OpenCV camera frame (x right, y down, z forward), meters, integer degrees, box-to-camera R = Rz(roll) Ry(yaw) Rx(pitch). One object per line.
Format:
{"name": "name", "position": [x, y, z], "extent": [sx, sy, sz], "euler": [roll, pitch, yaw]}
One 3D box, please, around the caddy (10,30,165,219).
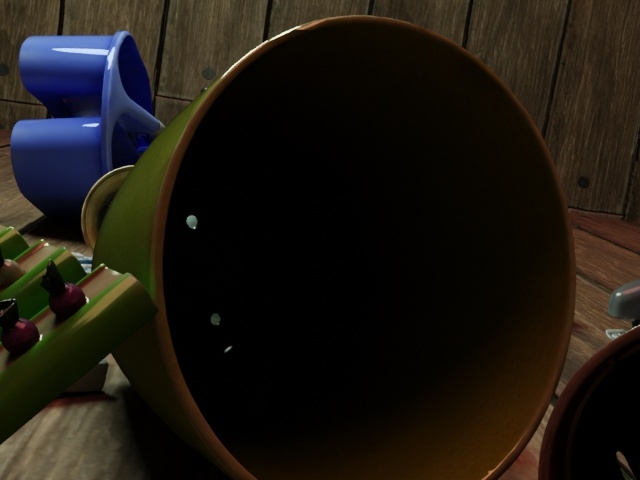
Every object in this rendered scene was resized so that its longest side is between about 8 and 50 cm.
{"name": "caddy", "position": [-0.299, -0.148, 1.358], "extent": [0.179, 0.241, 0.341], "euler": [2, -11, -1]}

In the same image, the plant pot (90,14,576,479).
{"name": "plant pot", "position": [-0.037, 0.025, 0.645], "extent": [0.275, 0.275, 0.293], "euler": [4, -5, -32]}

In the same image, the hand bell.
{"name": "hand bell", "position": [-0.251, -0.020, 1.208], "extent": [0.126, 0.126, 0.242], "euler": [5, -3, -23]}

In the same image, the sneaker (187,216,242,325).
{"name": "sneaker", "position": [-0.060, 0.007, 0.968], "extent": [0.135, 0.150, 0.366], "euler": [10, 8, 4]}

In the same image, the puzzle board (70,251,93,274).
{"name": "puzzle board", "position": [-0.313, 0.021, 1.091], "extent": [0.128, 0.011, 0.096], "euler": [7, 9, -16]}

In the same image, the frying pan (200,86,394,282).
{"name": "frying pan", "position": [0.014, -0.002, 0.788], "extent": [0.053, 0.326, 0.197], "euler": [-40, 9, -25]}

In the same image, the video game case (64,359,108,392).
{"name": "video game case", "position": [-0.317, 0.049, 0.721], "extent": [0.285, 0.025, 0.204], "euler": [21, 9, 42]}

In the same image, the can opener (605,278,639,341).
{"name": "can opener", "position": [0.459, 0.093, 1.114], "extent": [0.283, 0.095, 0.076], "euler": [0, 11, -15]}

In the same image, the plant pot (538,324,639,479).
{"name": "plant pot", "position": [0.210, 0.117, 0.524], "extent": [0.167, 0.167, 0.165], "euler": [12, 2, 18]}

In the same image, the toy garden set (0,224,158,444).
{"name": "toy garden set", "position": [-0.226, 0.052, 0.477], "extent": [0.204, 0.049, 0.244], "euler": [-41, 33, -27]}
